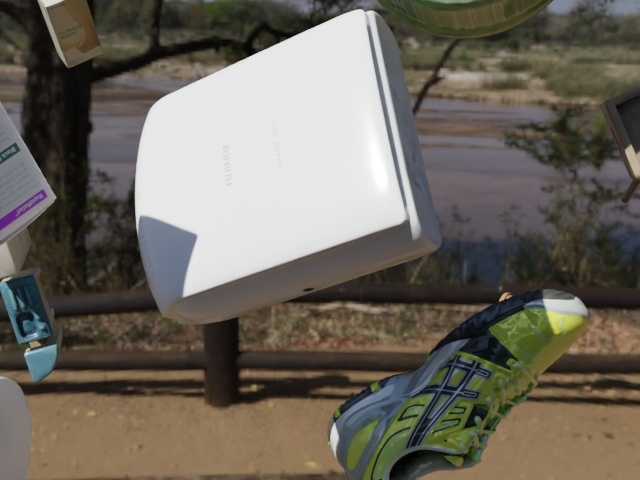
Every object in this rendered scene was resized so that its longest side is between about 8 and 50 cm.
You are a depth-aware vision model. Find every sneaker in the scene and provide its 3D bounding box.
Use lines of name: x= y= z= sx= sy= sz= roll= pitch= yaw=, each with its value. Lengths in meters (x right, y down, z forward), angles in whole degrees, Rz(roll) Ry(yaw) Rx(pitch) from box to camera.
sneaker: x=0.195 y=0.212 z=1.109 sx=0.145 sy=0.385 sz=0.147 roll=40 pitch=16 yaw=-45

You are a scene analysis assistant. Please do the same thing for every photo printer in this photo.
photo printer: x=-0.052 y=-0.063 z=0.853 sx=0.307 sy=0.256 sz=0.107 roll=-19 pitch=-25 yaw=23

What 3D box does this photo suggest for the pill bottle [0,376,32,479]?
pill bottle: x=-0.409 y=0.172 z=0.709 sx=0.301 sy=0.169 sz=0.169 roll=0 pitch=12 yaw=7

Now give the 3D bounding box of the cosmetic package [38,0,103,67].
cosmetic package: x=-0.355 y=-0.308 z=1.208 sx=0.060 sy=0.115 sz=0.041 roll=-30 pitch=60 yaw=-16

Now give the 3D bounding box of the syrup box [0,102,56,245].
syrup box: x=-0.319 y=-0.105 z=0.670 sx=0.093 sy=0.237 sz=0.096 roll=14 pitch=46 yaw=42

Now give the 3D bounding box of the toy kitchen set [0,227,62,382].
toy kitchen set: x=-0.413 y=0.089 z=1.007 sx=0.166 sy=0.207 sz=0.122 roll=-15 pitch=19 yaw=-7

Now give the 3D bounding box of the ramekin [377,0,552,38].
ramekin: x=0.165 y=-0.393 z=0.974 sx=0.303 sy=0.303 sz=0.148 roll=4 pitch=7 yaw=13

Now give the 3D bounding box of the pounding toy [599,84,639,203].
pounding toy: x=0.435 y=-0.133 z=1.110 sx=0.130 sy=0.141 sz=0.100 roll=-23 pitch=0 yaw=15

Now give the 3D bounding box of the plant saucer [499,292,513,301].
plant saucer: x=0.318 y=0.130 z=1.442 sx=0.013 sy=0.083 sz=0.083 roll=2 pitch=11 yaw=32
